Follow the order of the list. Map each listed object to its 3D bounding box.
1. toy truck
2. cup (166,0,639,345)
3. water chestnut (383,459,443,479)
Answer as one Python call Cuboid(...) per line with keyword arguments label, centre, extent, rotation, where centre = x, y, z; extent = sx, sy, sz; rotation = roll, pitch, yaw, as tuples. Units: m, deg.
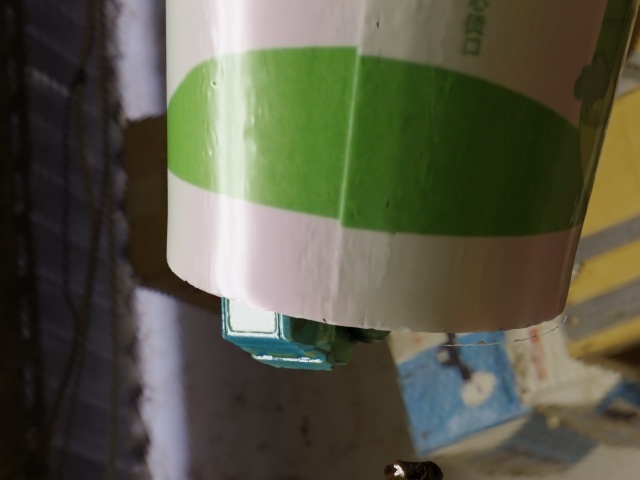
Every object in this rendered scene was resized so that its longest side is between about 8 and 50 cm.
Cuboid(label="toy truck", centre=(0.000, 0.000, 1.794), extent=(0.156, 0.155, 0.279), rotation=(26, -108, -41))
Cuboid(label="cup", centre=(0.033, -0.110, 0.740), extent=(0.253, 0.253, 0.274), rotation=(-8, -71, -55))
Cuboid(label="water chestnut", centre=(-0.040, 0.277, 1.075), extent=(0.335, 0.347, 0.335), rotation=(28, -173, -4))
